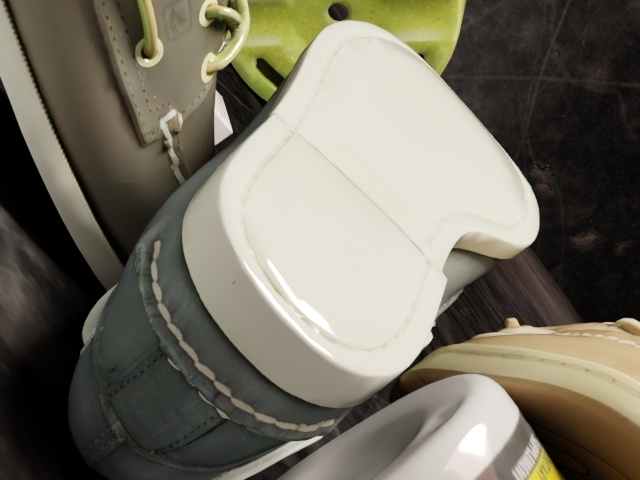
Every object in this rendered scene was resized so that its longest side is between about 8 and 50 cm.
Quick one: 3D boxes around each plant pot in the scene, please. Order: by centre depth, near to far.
[{"bbox_3d":[0.018,-0.228,1.300,0.276,0.276,0.254,51,21,-26],"label":"plant pot"}]

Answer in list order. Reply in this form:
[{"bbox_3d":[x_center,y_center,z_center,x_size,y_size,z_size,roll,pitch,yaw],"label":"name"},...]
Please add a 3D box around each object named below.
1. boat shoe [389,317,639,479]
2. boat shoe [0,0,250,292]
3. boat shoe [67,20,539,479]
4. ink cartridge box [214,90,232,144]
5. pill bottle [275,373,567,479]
[{"bbox_3d":[0.098,0.075,0.646,0.122,0.110,0.341,55,-14,1],"label":"boat shoe"},{"bbox_3d":[-0.079,-0.095,0.596,0.109,0.091,0.305,-104,173,-64],"label":"boat shoe"},{"bbox_3d":[0.000,0.000,0.609,0.116,0.099,0.319,47,23,-1],"label":"boat shoe"},{"bbox_3d":[-0.076,-0.079,0.900,0.083,0.028,0.048,51,10,-30],"label":"ink cartridge box"},{"bbox_3d":[0.062,0.156,0.504,0.208,0.119,0.119,56,9,-4],"label":"pill bottle"}]
